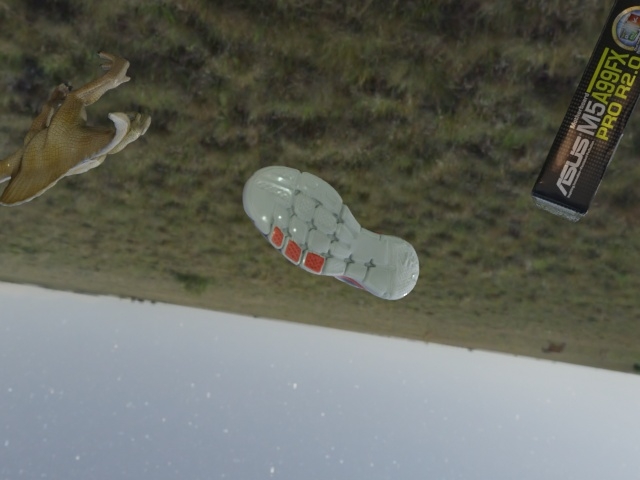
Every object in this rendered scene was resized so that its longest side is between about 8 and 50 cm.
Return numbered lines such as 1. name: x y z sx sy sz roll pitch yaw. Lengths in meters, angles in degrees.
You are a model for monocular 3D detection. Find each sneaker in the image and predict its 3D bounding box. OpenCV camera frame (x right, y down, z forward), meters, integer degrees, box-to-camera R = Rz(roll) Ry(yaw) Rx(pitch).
1. sneaker: 0.000 0.000 0.506 0.157 0.061 0.064 34 167 -29

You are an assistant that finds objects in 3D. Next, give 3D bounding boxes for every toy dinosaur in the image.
1. toy dinosaur: -0.128 -0.051 0.360 0.183 0.093 0.053 -6 132 38

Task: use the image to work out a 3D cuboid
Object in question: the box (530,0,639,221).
1. box: 0.316 -0.133 0.791 0.060 0.216 0.270 24 -172 17
